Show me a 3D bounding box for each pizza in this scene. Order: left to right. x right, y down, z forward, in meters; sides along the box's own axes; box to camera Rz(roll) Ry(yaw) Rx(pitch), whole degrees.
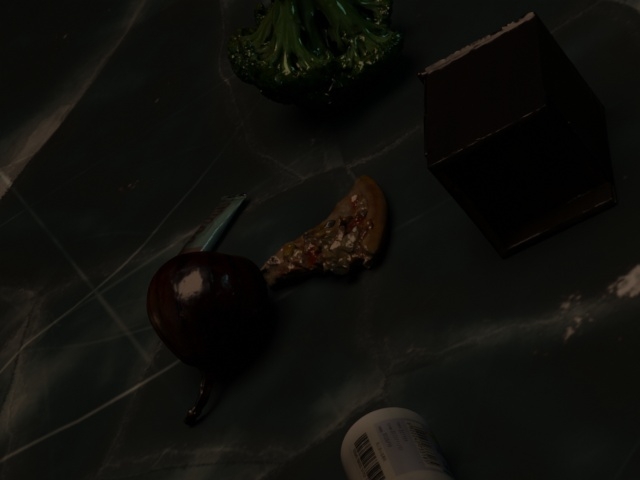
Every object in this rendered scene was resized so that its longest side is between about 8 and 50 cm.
[{"bbox_3d":[0.000,0.000,2.328,0.195,0.052,0.185,-30,29,18],"label":"pizza"}]

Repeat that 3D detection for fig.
[{"bbox_3d":[-0.140,0.093,2.268,0.148,0.149,0.202,-24,38,17],"label":"fig"}]

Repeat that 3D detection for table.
[{"bbox_3d":[0.222,-0.118,2.113,0.172,0.169,0.193,-27,34,22],"label":"table"}]

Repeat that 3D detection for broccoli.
[{"bbox_3d":[-0.018,-0.321,2.557,0.254,0.269,0.269,-20,26,-16],"label":"broccoli"}]

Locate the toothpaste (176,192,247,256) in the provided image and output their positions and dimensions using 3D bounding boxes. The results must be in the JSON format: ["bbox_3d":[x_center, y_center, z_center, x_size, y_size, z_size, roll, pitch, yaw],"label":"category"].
[{"bbox_3d":[-0.169,0.010,2.521,0.056,0.036,0.205,-6,42,47],"label":"toothpaste"}]

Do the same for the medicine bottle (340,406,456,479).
[{"bbox_3d":[0.088,0.258,1.841,0.103,0.103,0.186,-37,30,7],"label":"medicine bottle"}]
